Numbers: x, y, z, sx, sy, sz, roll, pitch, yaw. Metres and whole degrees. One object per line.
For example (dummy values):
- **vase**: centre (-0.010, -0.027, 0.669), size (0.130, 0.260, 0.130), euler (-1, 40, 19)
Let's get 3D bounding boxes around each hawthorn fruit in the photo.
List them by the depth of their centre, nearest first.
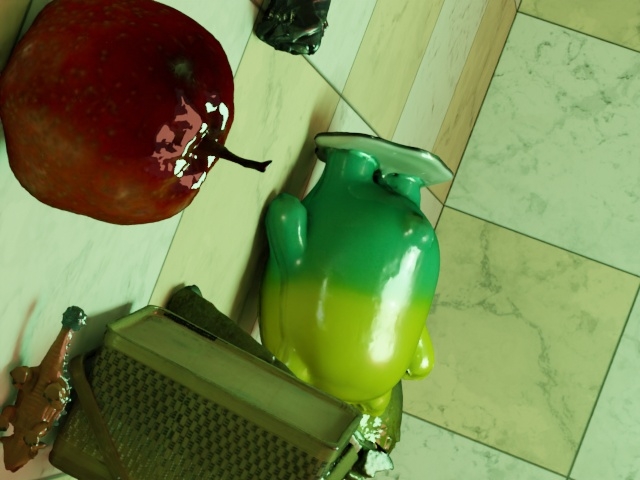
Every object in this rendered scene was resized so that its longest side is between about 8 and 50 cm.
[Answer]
- **hawthorn fruit**: centre (-0.119, -0.083, 0.941), size (0.157, 0.194, 0.157), euler (-48, 150, -41)

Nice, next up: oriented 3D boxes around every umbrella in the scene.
- **umbrella**: centre (-0.003, -0.300, 1.440), size (0.071, 0.080, 0.224), euler (30, 75, -44)

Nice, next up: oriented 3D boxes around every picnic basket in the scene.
- **picnic basket**: centre (-0.105, 0.181, 1.312), size (0.139, 0.266, 0.165), euler (-64, 173, 10)

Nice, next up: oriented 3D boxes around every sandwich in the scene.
- **sandwich**: centre (-0.080, 0.172, 1.551), size (0.109, 0.292, 0.212), euler (-50, -154, -8)

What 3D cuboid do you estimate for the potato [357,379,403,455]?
- **potato**: centre (0.038, 0.212, 2.134), size (0.210, 0.173, 0.307), euler (79, 5, -57)

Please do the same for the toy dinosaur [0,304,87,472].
- **toy dinosaur**: centre (-0.227, 0.124, 1.155), size (0.154, 0.049, 0.055), euler (-66, 167, 8)

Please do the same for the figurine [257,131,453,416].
- **figurine**: centre (0.047, 0.048, 1.824), size (0.323, 0.231, 0.340), euler (20, 76, -39)
